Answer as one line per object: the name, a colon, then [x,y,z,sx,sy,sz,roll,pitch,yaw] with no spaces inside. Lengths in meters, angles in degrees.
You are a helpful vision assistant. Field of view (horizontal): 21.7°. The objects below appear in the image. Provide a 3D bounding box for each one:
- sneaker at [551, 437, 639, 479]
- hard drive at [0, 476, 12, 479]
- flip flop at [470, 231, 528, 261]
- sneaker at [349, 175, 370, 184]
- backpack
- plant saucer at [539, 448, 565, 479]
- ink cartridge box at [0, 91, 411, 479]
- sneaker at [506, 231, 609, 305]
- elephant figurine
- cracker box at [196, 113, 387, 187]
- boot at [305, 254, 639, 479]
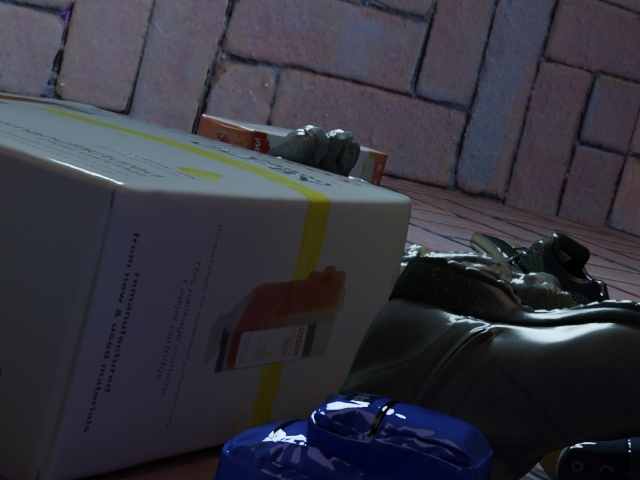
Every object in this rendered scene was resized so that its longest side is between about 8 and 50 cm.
sneaker: [0.198,0.164,0.833,0.163,0.086,0.226,-5,27,9]
hard drive: [-0.049,0.148,0.563,0.319,0.040,0.210,16,6,12]
flip flop: [0.225,0.069,1.773,0.112,0.080,0.277,17,20,-26]
sneaker: [0.000,0.000,1.416,0.224,0.083,0.098,0,35,-50]
backpack: [0.011,0.116,0.725,0.120,0.101,0.098,13,-1,13]
plant saucer: [0.317,0.163,1.101,0.333,0.081,0.333,19,8,42]
ink cartridge box: [-0.150,0.008,1.007,0.279,0.160,0.385,17,7,24]
sneaker: [0.176,0.045,1.593,0.228,0.130,0.087,16,4,34]
elephant figurine: [0.029,0.045,1.211,0.169,0.186,0.239,-30,68,-33]
cracker box: [-0.039,-0.027,1.588,0.067,0.155,0.232,20,9,34]
boot: [0.098,0.106,0.840,0.247,0.161,0.083,14,-33,39]
